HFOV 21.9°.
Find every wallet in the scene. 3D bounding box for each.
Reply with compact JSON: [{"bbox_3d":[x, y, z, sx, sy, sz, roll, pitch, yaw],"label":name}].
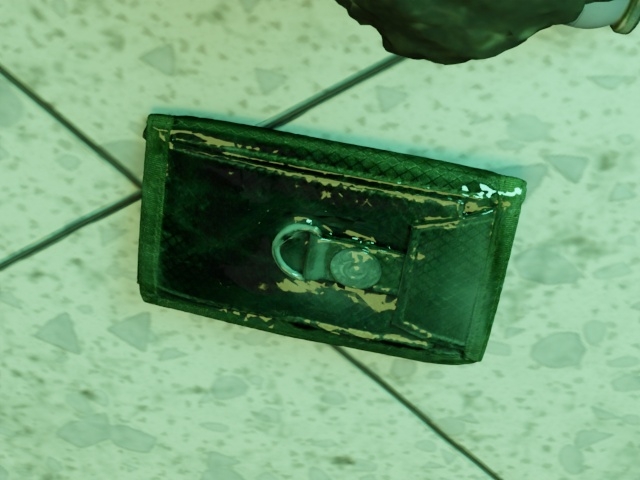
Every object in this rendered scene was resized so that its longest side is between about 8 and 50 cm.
[{"bbox_3d":[0.000,0.002,1.044,0.236,0.055,0.160,9,133,0],"label":"wallet"}]

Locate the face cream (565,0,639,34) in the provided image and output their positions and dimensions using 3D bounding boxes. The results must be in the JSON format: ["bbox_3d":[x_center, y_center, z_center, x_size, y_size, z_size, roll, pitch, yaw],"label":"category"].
[{"bbox_3d":[0.081,-0.156,0.826,0.229,0.075,0.075,13,139,-6],"label":"face cream"}]

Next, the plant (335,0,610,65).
[{"bbox_3d":[0.028,-0.240,0.628,0.213,0.215,0.312,-21,127,20],"label":"plant"}]
